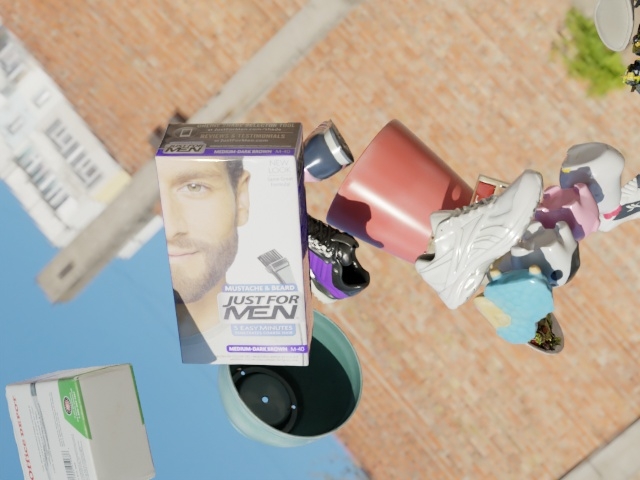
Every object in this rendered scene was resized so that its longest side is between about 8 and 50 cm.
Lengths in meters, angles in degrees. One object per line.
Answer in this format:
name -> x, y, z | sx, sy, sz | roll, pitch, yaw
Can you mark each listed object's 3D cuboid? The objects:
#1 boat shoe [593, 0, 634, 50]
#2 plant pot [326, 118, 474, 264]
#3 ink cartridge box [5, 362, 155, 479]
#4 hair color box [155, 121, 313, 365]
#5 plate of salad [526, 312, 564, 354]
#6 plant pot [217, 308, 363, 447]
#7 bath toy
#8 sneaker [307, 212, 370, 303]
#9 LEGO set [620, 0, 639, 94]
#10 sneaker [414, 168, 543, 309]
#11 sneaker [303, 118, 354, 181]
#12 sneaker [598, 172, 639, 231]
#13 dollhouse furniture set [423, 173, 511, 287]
boat shoe -> 0.504, -0.418, 1.971 | 0.075, 0.065, 0.206 | 21, 139, 40
plant pot -> 0.184, -0.083, 2.496 | 0.243, 0.275, 0.275 | 34, -171, 7
ink cartridge box -> -0.314, 0.244, 1.519 | 0.087, 0.208, 0.153 | -13, -89, -40
hair color box -> -0.110, 0.010, 1.604 | 0.110, 0.185, 0.339 | -81, -10, -59
plate of salad -> 0.438, 0.152, 2.444 | 0.200, 0.048, 0.200 | 29, -147, -21
plant pot -> -0.086, 0.297, 2.382 | 0.293, 0.196, 0.293 | 13, -125, -20
bath toy -> 0.354, -0.005, 1.750 | 0.151, 0.348, 0.129 | -1, 129, 43
sneaker -> 0.001, 0.000, 2.325 | 0.293, 0.146, 0.102 | 50, -128, -26
LEGO set -> 0.713, -0.395, 2.235 | 0.331, 0.255, 0.192 | 20, 176, 41
sneaker -> 0.209, -0.017, 1.606 | 0.115, 0.232, 0.090 | 38, -158, 3
sneaker -> -0.007, -0.176, 2.420 | 0.112, 0.131, 0.319 | 59, -175, -1
sneaker -> 0.594, -0.056, 2.006 | 0.153, 0.235, 0.094 | 50, 164, 9
dollhouse furniture set -> 0.278, -0.028, 2.185 | 0.129, 0.184, 0.129 | 17, -169, 3
